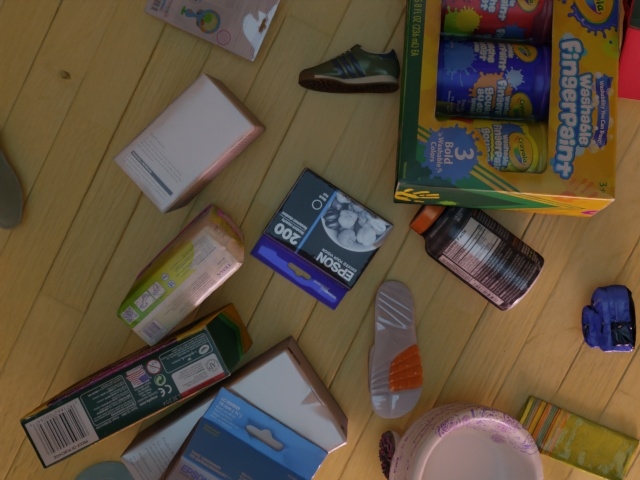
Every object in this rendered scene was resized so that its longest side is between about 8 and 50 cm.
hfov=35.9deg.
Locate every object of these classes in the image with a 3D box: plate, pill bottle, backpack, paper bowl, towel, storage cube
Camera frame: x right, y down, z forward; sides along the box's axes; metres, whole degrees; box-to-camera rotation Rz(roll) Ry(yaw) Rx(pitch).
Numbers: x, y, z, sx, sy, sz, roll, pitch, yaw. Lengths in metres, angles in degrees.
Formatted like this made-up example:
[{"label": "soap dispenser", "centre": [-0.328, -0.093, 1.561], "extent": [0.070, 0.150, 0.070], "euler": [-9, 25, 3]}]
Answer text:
[{"label": "plate", "centre": [-0.420, 0.538, 1.981], "extent": [0.188, 0.024, 0.188], "euler": [0, 95, 3]}, {"label": "pill bottle", "centre": [0.287, 0.011, 1.856], "extent": [0.246, 0.130, 0.130], "euler": [38, 95, -1]}, {"label": "backpack", "centre": [0.547, 0.145, 1.875], "extent": [0.101, 0.098, 0.120], "euler": [-2, 96, 6]}, {"label": "paper bowl", "centre": [0.263, 0.446, 1.860], "extent": [0.284, 0.148, 0.284], "euler": [0, 90, -23]}, {"label": "towel", "centre": [0.497, 0.393, 1.938], "extent": [0.237, 0.021, 0.102], "euler": [22, 96, 0]}, {"label": "storage cube", "centre": [0.627, -0.363, 1.725], "extent": [0.215, 0.193, 0.183], "euler": [10, 63, 12]}]

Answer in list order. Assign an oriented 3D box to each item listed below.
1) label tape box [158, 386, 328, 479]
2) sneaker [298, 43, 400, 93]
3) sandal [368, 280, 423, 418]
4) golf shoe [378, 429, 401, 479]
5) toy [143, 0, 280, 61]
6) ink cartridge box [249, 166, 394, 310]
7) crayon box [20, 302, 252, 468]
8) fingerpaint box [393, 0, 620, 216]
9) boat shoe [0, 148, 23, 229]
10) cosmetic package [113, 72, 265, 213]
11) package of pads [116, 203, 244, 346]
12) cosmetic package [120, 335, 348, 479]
[{"label": "label tape box", "centre": [-0.173, 0.472, 1.775], "extent": [0.240, 0.106, 0.333], "euler": [32, 97, -4]}, {"label": "sneaker", "centre": [0.057, -0.329, 1.872], "extent": [0.192, 0.064, 0.086], "euler": [4, 75, 11]}, {"label": "sandal", "centre": [0.142, 0.213, 1.914], "extent": [0.102, 0.076, 0.265], "euler": [5, 74, -7]}, {"label": "golf shoe", "centre": [0.169, 0.455, 1.939], "extent": [0.086, 0.067, 0.186], "euler": [-18, 97, -21]}, {"label": "toy", "centre": [-0.200, -0.447, 1.869], "extent": [0.237, 0.056, 0.137], "euler": [25, 99, 5]}, {"label": "ink cartridge box", "centre": [0.000, 0.000, 1.908], "extent": [0.206, 0.045, 0.208], "euler": [33, 97, -2]}, {"label": "crayon box", "centre": [-0.319, 0.255, 1.806], "extent": [0.363, 0.313, 0.106], "euler": [-27, 91, 5]}, {"label": "fingerpaint box", "centre": [0.329, -0.284, 1.761], "extent": [0.371, 0.163, 0.445], "euler": [5, 81, 1]}, {"label": "boat shoe", "centre": [-0.641, -0.129, 1.909], "extent": [0.081, 0.069, 0.228], "euler": [-24, 100, -36]}, {"label": "cosmetic package", "centre": [-0.232, -0.179, 1.808], "extent": [0.225, 0.224, 0.138], "euler": [-42, 93, 5]}, {"label": "package of pads", "centre": [-0.241, 0.053, 1.794], "extent": [0.229, 0.296, 0.101], "euler": [-43, 101, 5]}, {"label": "cosmetic package", "centre": [-0.159, 0.378, 1.894], "extent": [0.385, 0.156, 0.217], "euler": [-31, 94, 3]}]
